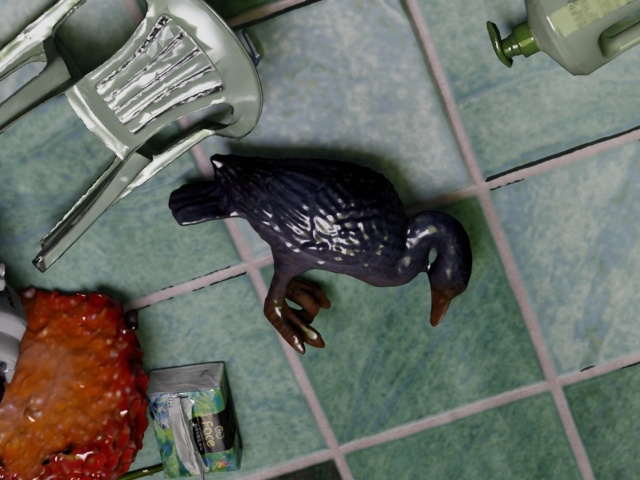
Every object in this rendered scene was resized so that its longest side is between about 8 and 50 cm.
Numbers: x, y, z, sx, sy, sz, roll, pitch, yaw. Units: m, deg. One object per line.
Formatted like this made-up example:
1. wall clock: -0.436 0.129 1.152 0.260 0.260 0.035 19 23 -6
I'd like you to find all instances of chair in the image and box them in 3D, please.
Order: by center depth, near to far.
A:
1. chair: -0.202 -0.117 1.463 0.275 0.190 0.203 -42 109 0

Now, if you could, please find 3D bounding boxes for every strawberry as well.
1. strawberry: -0.265 0.172 1.641 0.234 0.234 0.178 -13 146 7

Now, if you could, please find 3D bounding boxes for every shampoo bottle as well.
1. shampoo bottle: 0.267 -0.226 1.460 0.234 0.087 0.118 -27 113 14

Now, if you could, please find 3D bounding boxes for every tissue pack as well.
1. tissue pack: -0.135 0.199 1.684 0.085 0.079 0.111 -7 117 5

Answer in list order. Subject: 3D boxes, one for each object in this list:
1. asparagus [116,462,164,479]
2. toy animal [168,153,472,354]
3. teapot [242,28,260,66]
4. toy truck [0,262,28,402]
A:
1. asparagus: -0.205 0.261 1.753 0.166 0.013 0.016 -19 74 9
2. toy animal: 0.000 0.000 1.561 0.298 0.122 0.185 32 124 -7
3. teapot: -0.103 -0.180 1.513 0.049 0.063 0.083 -4 130 49
4. toy truck: -0.384 0.066 1.518 0.213 0.161 0.177 7 124 -36
